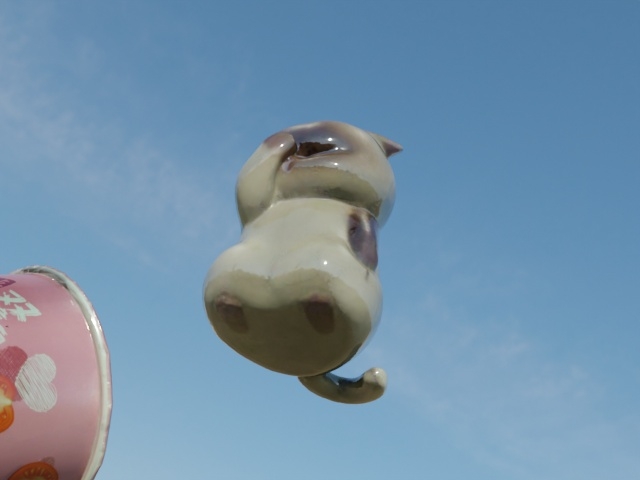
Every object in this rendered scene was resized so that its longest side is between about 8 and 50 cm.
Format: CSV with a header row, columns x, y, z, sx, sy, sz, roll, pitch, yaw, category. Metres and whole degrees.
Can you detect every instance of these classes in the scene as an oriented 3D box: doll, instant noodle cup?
x,y,z,sx,sy,sz,roll,pitch,yaw,category
-0.014,0.001,0.994,0.215,0.370,0.226,-12,-33,27,doll
-0.337,0.132,0.655,0.243,0.243,0.231,-7,-10,36,instant noodle cup
